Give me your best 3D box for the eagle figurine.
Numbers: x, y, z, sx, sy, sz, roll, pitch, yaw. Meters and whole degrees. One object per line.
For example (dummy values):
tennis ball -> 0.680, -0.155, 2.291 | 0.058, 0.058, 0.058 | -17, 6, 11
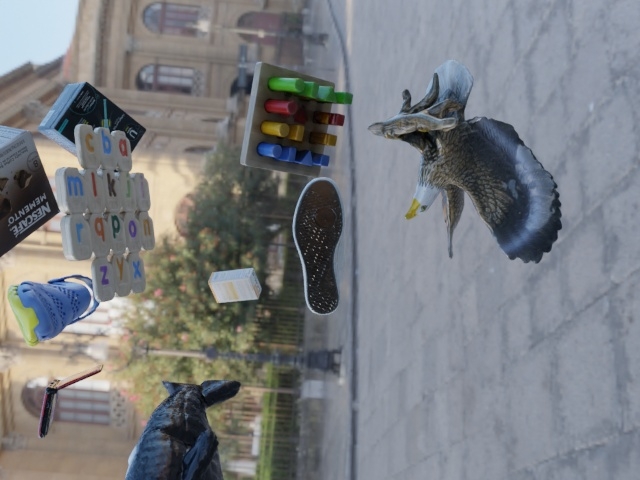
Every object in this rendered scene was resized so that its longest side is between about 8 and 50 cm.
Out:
eagle figurine -> 0.215, -0.104, 1.185 | 0.225, 0.298, 0.226 | -39, 33, 22

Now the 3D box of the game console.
game console -> -0.434, 0.277, 1.320 | 0.144, 0.085, 0.124 | 161, 118, -75

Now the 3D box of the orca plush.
orca plush -> -0.109, 0.214, 0.711 | 0.102, 0.151, 0.287 | -49, 10, 25

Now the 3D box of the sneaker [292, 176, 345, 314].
sneaker -> 0.000, 0.000, 1.577 | 0.123, 0.106, 0.290 | -74, -13, -70

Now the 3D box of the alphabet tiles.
alphabet tiles -> -0.343, -0.044, 1.231 | 0.284, 0.021, 0.277 | -14, -82, -77

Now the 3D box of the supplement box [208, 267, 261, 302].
supplement box -> -0.185, 0.098, 1.640 | 0.036, 0.099, 0.062 | -75, -27, -52

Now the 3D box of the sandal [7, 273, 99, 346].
sandal -> -0.515, 0.121, 1.478 | 0.317, 0.138, 0.126 | -161, 52, -80

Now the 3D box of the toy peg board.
toy peg board -> -0.029, -0.184, 1.194 | 0.079, 0.161, 0.160 | 15, 97, 46

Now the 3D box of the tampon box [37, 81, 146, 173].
tampon box -> -0.470, -0.229, 1.558 | 0.101, 0.161, 0.120 | 10, 66, 51

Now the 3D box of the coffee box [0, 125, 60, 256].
coffee box -> -0.583, -0.045, 1.210 | 0.297, 0.119, 0.168 | -49, -38, -44
